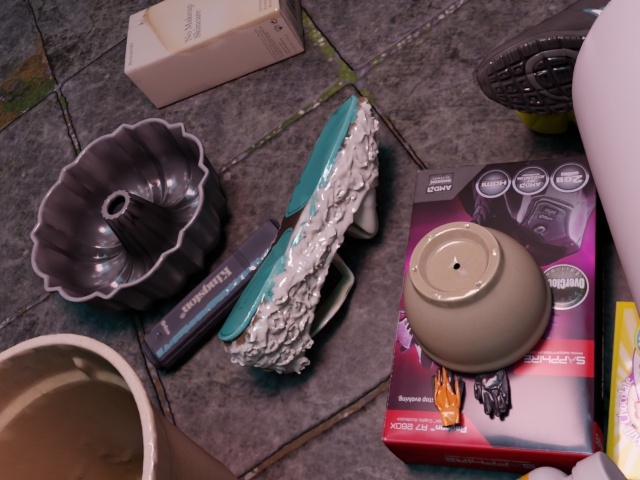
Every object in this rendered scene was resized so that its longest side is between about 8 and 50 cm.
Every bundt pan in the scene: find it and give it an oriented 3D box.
[{"bbox_3d":[-0.291,-0.028,1.222,0.331,0.124,0.330,-13,57,20],"label":"bundt pan"}]

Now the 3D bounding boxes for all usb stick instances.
[{"bbox_3d":[-0.149,0.079,1.132,0.278,0.045,0.077,-43,52,-1],"label":"usb stick"}]

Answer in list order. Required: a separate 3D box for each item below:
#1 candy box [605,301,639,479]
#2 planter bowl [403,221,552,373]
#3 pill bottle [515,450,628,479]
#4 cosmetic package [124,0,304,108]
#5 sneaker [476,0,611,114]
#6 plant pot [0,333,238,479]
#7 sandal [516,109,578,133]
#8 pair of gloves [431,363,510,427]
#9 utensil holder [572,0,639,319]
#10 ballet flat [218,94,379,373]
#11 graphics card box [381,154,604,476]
[{"bbox_3d":[0.367,0.164,0.821,0.105,0.027,0.205,-2,60,30],"label":"candy box"},{"bbox_3d":[0.158,0.047,0.825,0.162,0.109,0.162,-14,52,19],"label":"planter bowl"},{"bbox_3d":[0.207,0.294,0.743,0.208,0.118,0.117,-38,50,19],"label":"pill bottle"},{"bbox_3d":[-0.192,-0.377,1.391,0.310,0.113,0.160,-17,55,17],"label":"cosmetic package"},{"bbox_3d":[0.327,-0.244,0.917,0.286,0.109,0.130,-17,38,17],"label":"sneaker"},{"bbox_3d":[-0.242,0.316,0.870,0.334,0.305,0.333,-13,57,21],"label":"plant pot"},{"bbox_3d":[0.414,-0.230,0.980,0.318,0.126,0.138,1,58,26],"label":"sandal"},{"bbox_3d":[0.161,0.161,0.824,0.083,0.010,0.074,-16,53,17],"label":"pair of gloves"},{"bbox_3d":[0.420,-0.064,0.698,0.328,0.327,0.385,-17,41,18],"label":"utensil holder"},{"bbox_3d":[0.000,0.000,1.057,0.147,0.147,0.408,16,72,34],"label":"ballet flat"},{"bbox_3d":[0.215,0.080,0.911,0.233,0.094,0.370,-3,60,27],"label":"graphics card box"}]
